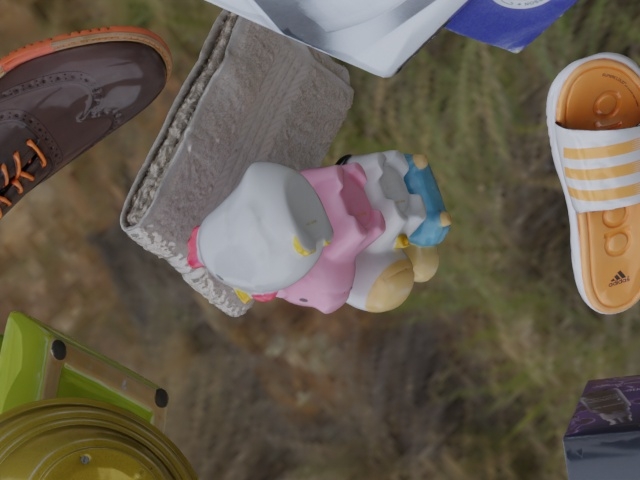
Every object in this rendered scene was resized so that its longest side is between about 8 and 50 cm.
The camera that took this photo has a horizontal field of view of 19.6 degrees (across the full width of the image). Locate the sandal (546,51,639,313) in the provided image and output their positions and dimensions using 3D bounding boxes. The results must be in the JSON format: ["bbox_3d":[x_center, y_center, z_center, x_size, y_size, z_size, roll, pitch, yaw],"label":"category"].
[{"bbox_3d":[0.268,-0.039,1.622,0.076,0.102,0.265,-130,23,-57],"label":"sandal"}]

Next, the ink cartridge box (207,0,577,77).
[{"bbox_3d":[0.042,-0.143,0.636,0.224,0.045,0.223,19,143,-24],"label":"ink cartridge box"}]

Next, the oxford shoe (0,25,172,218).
[{"bbox_3d":[-0.216,-0.052,1.268,0.097,0.271,0.098,55,-171,-46],"label":"oxford shoe"}]

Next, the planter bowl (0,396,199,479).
[{"bbox_3d":[-0.167,0.206,1.325,0.217,0.217,0.090,48,152,2],"label":"planter bowl"}]

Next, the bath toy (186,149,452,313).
[{"bbox_3d":[0.000,0.000,1.680,0.129,0.348,0.151,-22,83,27],"label":"bath toy"}]

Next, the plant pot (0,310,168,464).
[{"bbox_3d":[-0.261,0.191,1.561,0.207,0.228,0.227,-11,150,33],"label":"plant pot"}]

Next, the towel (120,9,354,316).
[{"bbox_3d":[-0.071,-0.085,1.760,0.049,0.282,0.187,8,156,41],"label":"towel"}]

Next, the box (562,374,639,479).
[{"bbox_3d":[0.326,0.204,1.784,0.153,0.207,0.108,-7,99,15],"label":"box"}]
